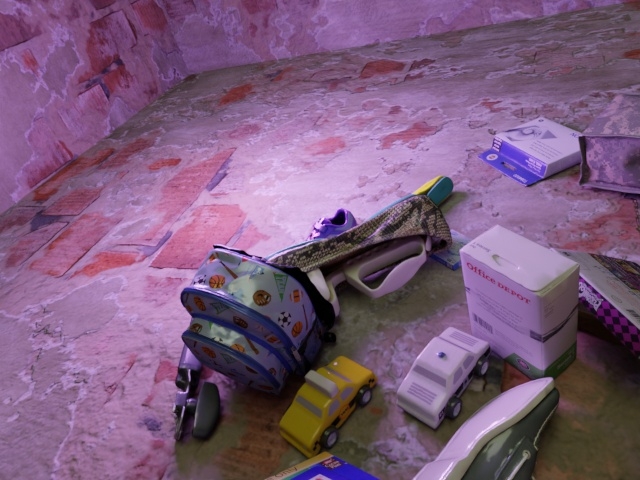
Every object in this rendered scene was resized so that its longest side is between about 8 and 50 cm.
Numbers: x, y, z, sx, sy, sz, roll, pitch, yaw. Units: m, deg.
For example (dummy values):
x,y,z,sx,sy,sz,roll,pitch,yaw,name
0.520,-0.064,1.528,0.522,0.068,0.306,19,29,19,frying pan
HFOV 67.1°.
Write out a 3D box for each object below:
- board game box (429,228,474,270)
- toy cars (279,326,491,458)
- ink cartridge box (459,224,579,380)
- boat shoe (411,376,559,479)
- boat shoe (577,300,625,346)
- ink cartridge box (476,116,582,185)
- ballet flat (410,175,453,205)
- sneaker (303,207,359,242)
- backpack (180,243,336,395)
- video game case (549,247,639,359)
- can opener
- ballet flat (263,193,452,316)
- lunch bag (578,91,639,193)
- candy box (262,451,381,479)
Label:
x,y,z,sx,sy,sz,roll,pitch,yaw,name
0.298,0.020,1.087,0.090,0.020,0.090,-33,38,-17,board game box
0.109,0.238,0.823,0.393,0.087,0.177,-16,36,4,toy cars
0.325,0.104,0.790,0.092,0.220,0.160,-32,38,-16,ink cartridge box
0.244,0.314,0.683,0.319,0.116,0.099,-30,80,-27,boat shoe
0.480,0.128,0.825,0.170,0.063,0.059,22,57,43,boat shoe
0.575,-0.246,1.296,0.223,0.045,0.223,-24,36,-7,ink cartridge box
0.248,-0.091,1.226,0.231,0.077,0.077,-38,18,-29,ballet flat
0.000,0.000,1.177,0.236,0.105,0.095,-34,39,-19,sneaker
-0.133,0.141,0.886,0.276,0.264,0.213,11,50,19,backpack
0.510,0.101,0.779,0.210,0.042,0.232,8,30,-20,video game case
-0.241,0.269,0.975,0.095,0.076,0.284,13,35,-11,can opener
0.062,0.057,1.038,0.482,0.164,0.182,-23,54,-4,ballet flat
0.765,-0.213,1.064,0.235,0.169,0.286,-40,36,-28,lunch bag
0.016,0.370,0.505,0.268,0.122,0.317,-5,4,-42,candy box
